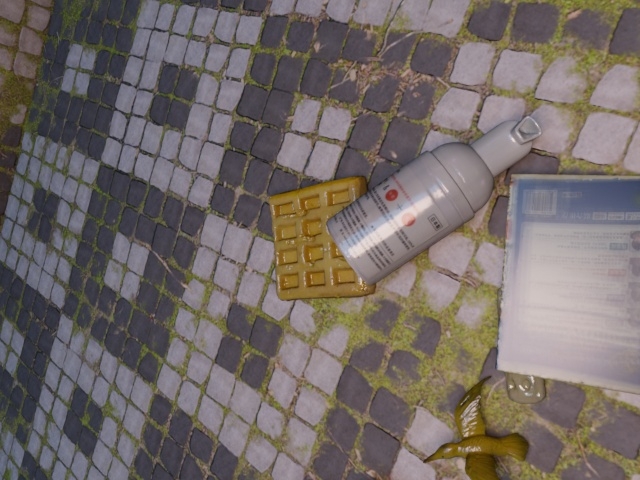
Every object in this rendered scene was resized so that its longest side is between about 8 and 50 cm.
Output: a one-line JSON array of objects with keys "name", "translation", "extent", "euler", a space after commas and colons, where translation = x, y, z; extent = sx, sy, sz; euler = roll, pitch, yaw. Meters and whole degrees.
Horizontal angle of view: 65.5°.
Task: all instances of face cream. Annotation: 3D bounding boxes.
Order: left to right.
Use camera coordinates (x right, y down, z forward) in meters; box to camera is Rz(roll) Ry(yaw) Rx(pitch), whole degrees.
[{"name": "face cream", "translation": [0.199, -0.079, 0.854], "extent": [0.370, 0.145, 0.145], "euler": [-34, 68, 10]}]

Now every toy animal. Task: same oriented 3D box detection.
[{"name": "toy animal", "translation": [0.253, 0.353, 0.813], "extent": [0.155, 0.095, 0.219], "euler": [-38, 29, 26]}]

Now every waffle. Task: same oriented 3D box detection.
[{"name": "waffle", "translation": [0.000, 0.000, 1.034], "extent": [0.221, 0.055, 0.247], "euler": [-9, 82, 32]}]

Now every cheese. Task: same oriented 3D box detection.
[{"name": "cheese", "translation": [0.327, 0.167, 0.815], "extent": [0.065, 0.043, 0.193], "euler": [-6, 84, 30]}]

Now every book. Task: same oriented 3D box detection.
[{"name": "book", "translation": [0.398, 0.058, 0.762], "extent": [0.229, 0.018, 0.322], "euler": [5, 87, 24]}]
